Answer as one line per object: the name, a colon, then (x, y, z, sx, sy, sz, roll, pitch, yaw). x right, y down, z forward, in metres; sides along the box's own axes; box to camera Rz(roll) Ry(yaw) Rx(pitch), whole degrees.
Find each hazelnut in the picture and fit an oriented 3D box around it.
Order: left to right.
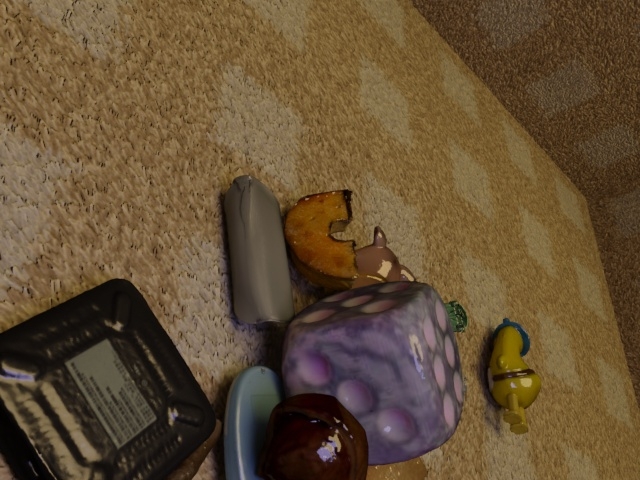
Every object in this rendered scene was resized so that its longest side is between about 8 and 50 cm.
hazelnut: (-0.006, 0.345, 1.017, 0.161, 0.170, 0.201, 10, 68, -45)

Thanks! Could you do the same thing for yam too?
yam: (-0.227, 0.382, 0.928, 0.327, 0.045, 0.045, -54, 146, -52)

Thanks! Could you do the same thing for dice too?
dice: (0.103, 0.238, 1.197, 0.270, 0.271, 0.270, -31, 107, -66)

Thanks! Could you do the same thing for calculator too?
calculator: (-0.093, 0.364, 1.089, 0.188, 0.042, 0.302, 19, 57, -57)

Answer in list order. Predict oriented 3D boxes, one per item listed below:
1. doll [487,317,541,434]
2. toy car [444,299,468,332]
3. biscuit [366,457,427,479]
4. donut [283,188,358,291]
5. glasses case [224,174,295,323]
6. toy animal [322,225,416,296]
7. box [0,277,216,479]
doll: (0.553, 0.367, 1.857, 0.199, 0.145, 0.363, 56, 29, -35)
toy car: (0.326, 0.214, 1.736, 0.186, 0.058, 0.093, 1, 67, -39)
biscuit: (0.140, 0.499, 1.334, 0.160, 0.030, 0.250, 58, 35, -6)
donut: (-0.005, -0.004, 1.379, 0.152, 0.101, 0.259, 3, 52, -5)
glasses case: (-0.120, 0.029, 1.261, 0.128, 0.083, 0.308, 23, 51, -50)
toy animal: (0.099, 0.109, 1.446, 0.165, 0.149, 0.248, 59, 44, -33)
box: (-0.303, 0.219, 0.899, 0.290, 0.073, 0.289, 58, 36, 0)
